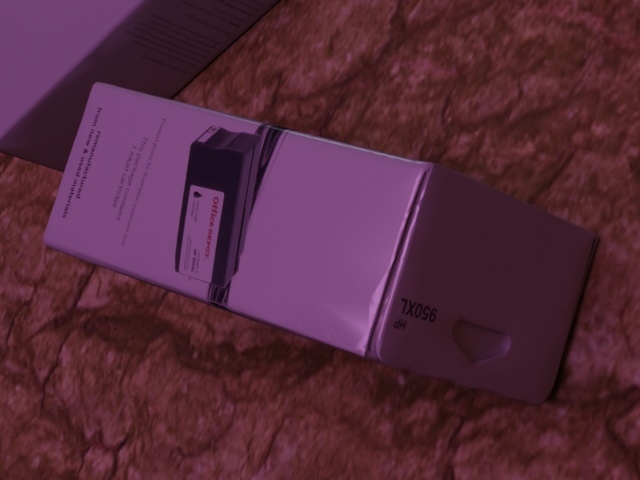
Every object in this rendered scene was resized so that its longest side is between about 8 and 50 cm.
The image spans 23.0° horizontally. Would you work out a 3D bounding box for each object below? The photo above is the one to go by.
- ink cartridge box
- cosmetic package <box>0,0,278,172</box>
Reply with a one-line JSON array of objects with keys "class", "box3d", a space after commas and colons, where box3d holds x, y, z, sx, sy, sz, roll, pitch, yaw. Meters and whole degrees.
[{"class": "ink cartridge box", "box3d": [0.000, 0.000, 1.397, 0.395, 0.285, 0.166, 17, 90, 39]}, {"class": "cosmetic package", "box3d": [-0.223, -0.272, 1.727, 0.385, 0.156, 0.217, -38, 58, 27]}]
